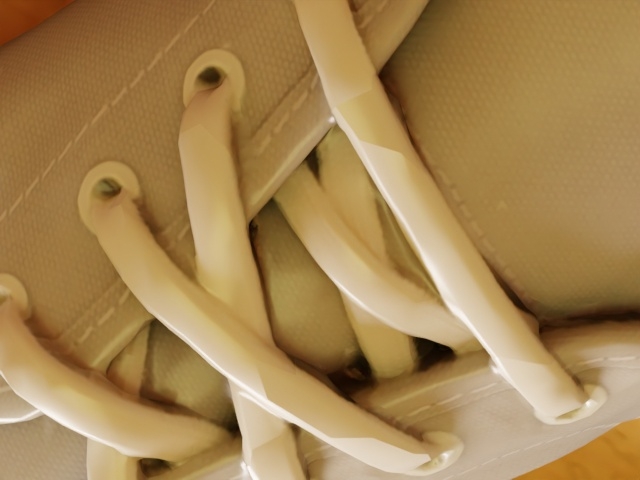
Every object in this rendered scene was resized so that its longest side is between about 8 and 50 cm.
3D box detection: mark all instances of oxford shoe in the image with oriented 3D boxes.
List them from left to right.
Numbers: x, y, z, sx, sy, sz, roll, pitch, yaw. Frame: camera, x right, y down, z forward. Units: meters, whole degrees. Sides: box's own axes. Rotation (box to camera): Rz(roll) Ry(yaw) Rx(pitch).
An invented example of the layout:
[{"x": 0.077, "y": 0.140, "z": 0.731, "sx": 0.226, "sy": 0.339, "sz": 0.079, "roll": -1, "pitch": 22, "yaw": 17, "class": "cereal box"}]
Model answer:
[{"x": 0.000, "y": 0.000, "z": 0.405, "sx": 0.449, "sy": 0.130, "sz": 0.169, "roll": -24, "pitch": 109, "yaw": 27, "class": "oxford shoe"}]
